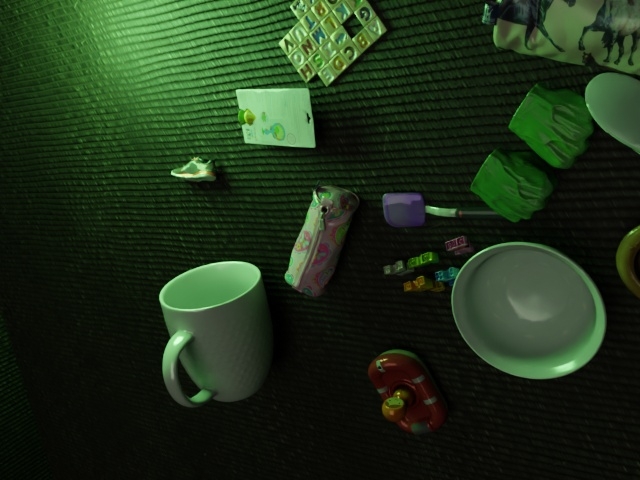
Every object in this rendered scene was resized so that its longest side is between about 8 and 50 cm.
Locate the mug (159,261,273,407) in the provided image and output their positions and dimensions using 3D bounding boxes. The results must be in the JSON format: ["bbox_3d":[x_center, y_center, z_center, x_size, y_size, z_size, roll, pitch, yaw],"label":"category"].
[{"bbox_3d":[-0.286,0.283,1.619,0.277,0.374,0.327,2,115,27],"label":"mug"}]

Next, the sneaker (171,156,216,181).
[{"bbox_3d":[-0.348,-0.200,1.676,0.158,0.061,0.064,4,83,31],"label":"sneaker"}]

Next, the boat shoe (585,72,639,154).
[{"bbox_3d":[0.571,-0.186,1.024,0.267,0.088,0.096,41,105,22],"label":"boat shoe"}]

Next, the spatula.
[{"bbox_3d":[0.280,-0.063,1.329,0.297,0.030,0.084,5,112,31],"label":"spatula"}]

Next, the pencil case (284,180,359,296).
[{"bbox_3d":[0.000,0.000,1.480,0.124,0.124,0.284,32,124,19],"label":"pencil case"}]

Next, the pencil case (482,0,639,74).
[{"bbox_3d":[0.485,-0.365,0.979,0.411,0.183,0.159,22,79,27],"label":"pencil case"}]

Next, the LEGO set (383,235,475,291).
[{"bbox_3d":[0.264,0.073,1.369,0.227,0.093,0.086,-24,63,42],"label":"LEGO set"}]

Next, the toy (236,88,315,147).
[{"bbox_3d":[-0.099,-0.303,1.464,0.238,0.056,0.136,9,117,35],"label":"toy"}]

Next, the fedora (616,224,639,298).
[{"bbox_3d":[0.651,0.034,1.098,0.195,0.079,0.194,17,120,33],"label":"fedora"}]

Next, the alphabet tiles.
[{"bbox_3d":[0.012,-0.475,1.355,0.237,0.009,0.198,-36,88,36],"label":"alphabet tiles"}]

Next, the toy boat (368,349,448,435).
[{"bbox_3d":[0.200,0.389,1.482,0.151,0.151,0.231,-29,91,37],"label":"toy boat"}]

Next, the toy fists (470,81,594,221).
[{"bbox_3d":[0.419,-0.161,1.164,0.142,0.096,0.279,42,126,22],"label":"toy fists"}]

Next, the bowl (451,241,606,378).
[{"bbox_3d":[0.435,0.123,1.238,0.298,0.134,0.297,13,116,29],"label":"bowl"}]
